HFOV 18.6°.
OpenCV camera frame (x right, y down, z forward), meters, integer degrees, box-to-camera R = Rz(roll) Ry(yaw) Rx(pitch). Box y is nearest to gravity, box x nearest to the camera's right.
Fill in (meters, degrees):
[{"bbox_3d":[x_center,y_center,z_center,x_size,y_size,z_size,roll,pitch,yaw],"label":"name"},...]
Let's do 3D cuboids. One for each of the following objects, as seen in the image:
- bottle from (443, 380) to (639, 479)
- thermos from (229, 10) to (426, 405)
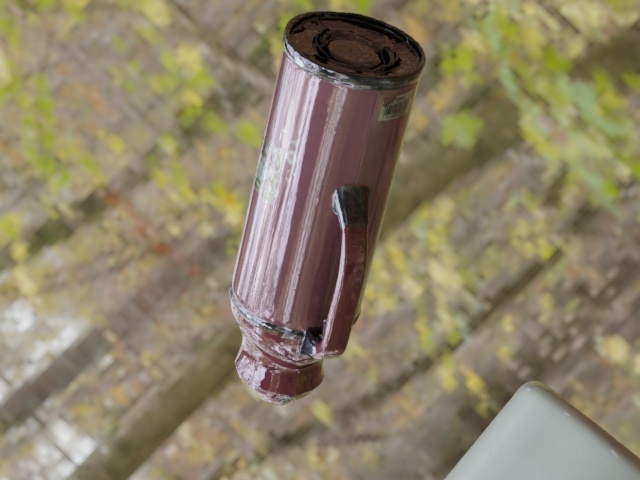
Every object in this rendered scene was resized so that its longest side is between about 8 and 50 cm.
[{"bbox_3d":[0.062,0.188,0.922,0.104,0.245,0.104,39,180,0],"label":"bottle"},{"bbox_3d":[0.003,-0.004,1.544,0.136,0.330,0.109,31,-145,27],"label":"thermos"}]
